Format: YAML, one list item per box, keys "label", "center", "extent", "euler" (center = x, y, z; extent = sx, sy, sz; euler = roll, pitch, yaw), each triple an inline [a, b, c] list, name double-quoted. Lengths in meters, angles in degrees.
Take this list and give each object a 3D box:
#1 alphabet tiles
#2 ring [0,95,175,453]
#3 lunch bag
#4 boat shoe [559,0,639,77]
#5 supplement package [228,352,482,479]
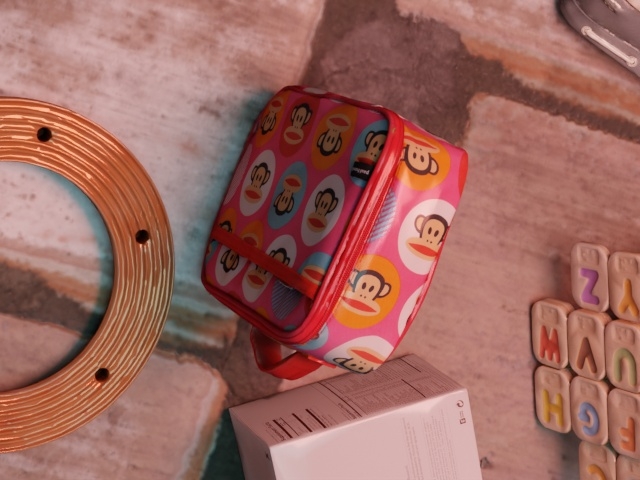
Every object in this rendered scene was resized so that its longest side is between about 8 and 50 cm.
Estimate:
- label: "alphabet tiles"
  center: [0.306, 0.147, 1.614]
  extent: [0.021, 0.284, 0.278]
  euler: [-12, 105, -31]
- label: "ring"
  center: [-0.297, 0.033, 1.509]
  extent: [0.336, 0.032, 0.336]
  euler: [-6, 105, -25]
- label: "lunch bag"
  center: [0.000, 0.000, 1.482]
  extent: [0.120, 0.293, 0.258]
  euler: [22, 91, -25]
- label: "boat shoe"
  center: [0.379, -0.187, 1.696]
  extent: [0.319, 0.116, 0.099]
  euler: [34, 131, -27]
- label: "supplement package"
  center: [0.041, 0.242, 1.612]
  extent: [0.203, 0.149, 0.194]
  euler: [-15, 104, -16]
